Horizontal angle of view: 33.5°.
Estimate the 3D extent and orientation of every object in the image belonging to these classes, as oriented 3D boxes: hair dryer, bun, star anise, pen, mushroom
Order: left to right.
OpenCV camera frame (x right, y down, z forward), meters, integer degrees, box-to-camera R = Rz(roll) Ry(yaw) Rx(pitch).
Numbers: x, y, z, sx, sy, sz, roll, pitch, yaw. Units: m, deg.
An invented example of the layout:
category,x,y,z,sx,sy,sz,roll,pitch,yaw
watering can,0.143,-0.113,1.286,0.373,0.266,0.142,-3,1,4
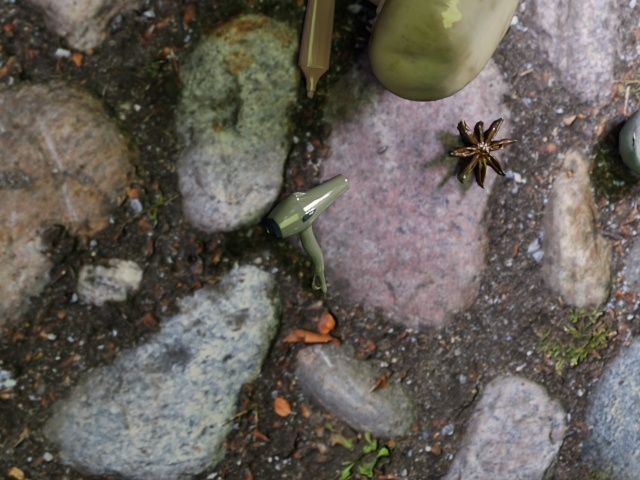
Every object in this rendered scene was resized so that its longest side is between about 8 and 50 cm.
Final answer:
category,x,y,z,sx,sy,sz,roll,pitch,yaw
pen,-0.006,-0.336,1.782,0.053,0.032,0.197,6,96,-22
hair dryer,0.009,-0.019,1.847,0.167,0.067,0.199,-46,123,-12
mushroom,0.150,-0.405,1.724,0.336,0.314,0.314,37,86,10
star anise,0.285,-0.160,1.918,0.141,0.042,0.141,-4,101,-23
bun,0.626,-0.185,2.020,0.141,0.083,0.141,0,92,-17
